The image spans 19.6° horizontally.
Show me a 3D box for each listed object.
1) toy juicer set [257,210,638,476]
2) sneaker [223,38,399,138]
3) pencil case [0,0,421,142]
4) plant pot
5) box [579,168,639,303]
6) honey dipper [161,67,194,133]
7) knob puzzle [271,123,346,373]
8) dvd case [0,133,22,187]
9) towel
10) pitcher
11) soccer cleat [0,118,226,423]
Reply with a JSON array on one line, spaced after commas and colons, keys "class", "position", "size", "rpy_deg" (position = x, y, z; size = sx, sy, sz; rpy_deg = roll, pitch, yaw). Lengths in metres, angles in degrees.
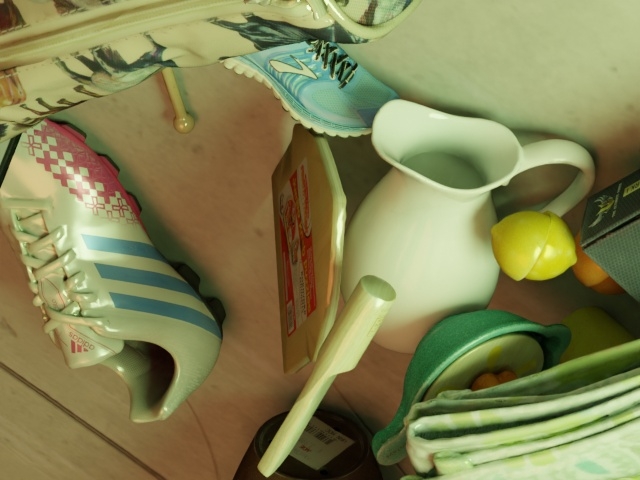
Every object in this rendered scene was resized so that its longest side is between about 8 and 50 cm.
[{"class": "toy juicer set", "position": [0.122, 0.080, 1.377], "size": [0.089, 0.329, 0.209], "rpy_deg": [55, 149, 37]}, {"class": "sneaker", "position": [-0.011, -0.137, 1.394], "size": [0.162, 0.063, 0.073], "rpy_deg": [30, 138, -1]}, {"class": "pencil case", "position": [-0.132, -0.177, 1.305], "size": [0.410, 0.183, 0.160], "rpy_deg": [-12, 105, 34]}, {"class": "plant pot", "position": [-0.014, 0.281, 1.765], "size": [0.215, 0.215, 0.230], "rpy_deg": [15, 124, 18]}, {"class": "box", "position": [0.329, 0.018, 1.322], "size": [0.232, 0.059, 0.183], "rpy_deg": [41, 132, -21]}, {"class": "honey dipper", "position": [-0.125, -0.147, 1.485], "size": [0.030, 0.030, 0.161], "rpy_deg": [9, 141, 24]}, {"class": "knob puzzle", "position": [0.000, 0.000, 1.438], "size": [0.030, 0.213, 0.213], "rpy_deg": [0, 143, -14]}, {"class": "dvd case", "position": [-0.368, -0.118, 1.519], "size": [0.253, 0.180, 0.022], "rpy_deg": [18, 162, 0]}, {"class": "towel", "position": [0.260, 0.212, 1.388], "size": [0.320, 0.090, 0.374], "rpy_deg": [-18, 133, 14]}, {"class": "pitcher", "position": [0.109, -0.006, 1.431], "size": [0.177, 0.125, 0.207], "rpy_deg": [5, 137, -7]}, {"class": "soccer cleat", "position": [-0.210, 0.022, 1.626], "size": [0.116, 0.143, 0.331], "rpy_deg": [-19, 121, 43]}]
